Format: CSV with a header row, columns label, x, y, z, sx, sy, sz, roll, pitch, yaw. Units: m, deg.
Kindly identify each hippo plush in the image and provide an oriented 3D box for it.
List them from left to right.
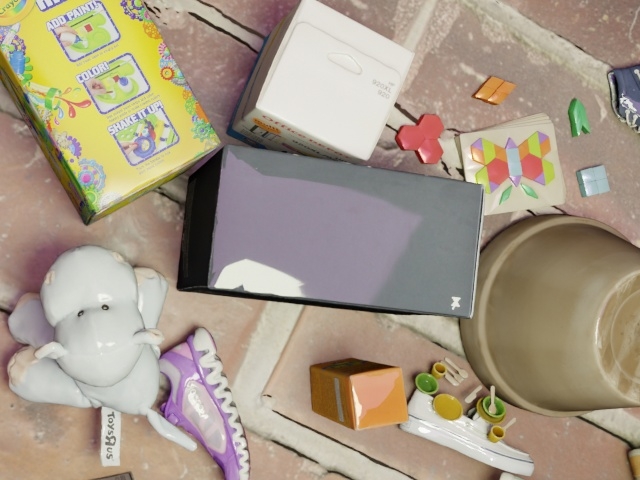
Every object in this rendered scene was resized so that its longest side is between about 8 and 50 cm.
label,x,y,z,sx,sy,sz,roll,pitch,yaw
hippo plush,-0.307,0.133,1.231,0.234,0.236,0.294,-11,73,-4

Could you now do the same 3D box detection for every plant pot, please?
label,x,y,z,sx,sy,sz,roll,pitch,yaw
plant pot,0.411,0.122,1.428,0.323,0.280,0.323,-1,92,-17

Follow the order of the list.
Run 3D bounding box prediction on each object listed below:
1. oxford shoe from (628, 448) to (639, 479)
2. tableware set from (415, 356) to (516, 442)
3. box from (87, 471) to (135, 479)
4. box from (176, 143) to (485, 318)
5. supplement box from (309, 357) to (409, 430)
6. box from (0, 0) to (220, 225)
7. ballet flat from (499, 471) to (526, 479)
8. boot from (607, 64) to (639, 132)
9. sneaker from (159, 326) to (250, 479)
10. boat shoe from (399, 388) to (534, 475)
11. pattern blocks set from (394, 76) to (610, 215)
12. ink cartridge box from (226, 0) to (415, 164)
label,x,y,z,sx,sy,sz,roll,pitch,yaw
oxford shoe,0.683,0.278,1.578,0.449,0.169,0.130,-33,75,-14
tableware set,0.220,0.242,1.462,0.154,0.024,0.104,43,49,17
box,-0.379,0.392,1.270,0.290,0.169,0.087,-8,92,-17
box,0.000,0.000,1.313,0.343,0.312,0.178,7,86,-15
supplement box,0.048,0.212,1.358,0.078,0.233,0.080,-8,86,-15
box,-0.293,-0.185,1.251,0.177,0.290,0.279,-31,97,-14
ballet flat,0.195,0.512,1.445,0.139,0.139,0.400,42,88,-10
boot,0.532,-0.198,1.599,0.086,0.069,0.190,-10,82,-8
sneaker,-0.169,0.247,1.377,0.105,0.095,0.236,-19,88,-8
boat shoe,0.235,0.293,1.483,0.226,0.083,0.075,23,83,-13
pattern blocks set,0.304,-0.120,1.549,0.325,0.026,0.285,-25,95,-15
ink cartridge box,-0.008,-0.205,1.359,0.171,0.233,0.168,24,82,-13
